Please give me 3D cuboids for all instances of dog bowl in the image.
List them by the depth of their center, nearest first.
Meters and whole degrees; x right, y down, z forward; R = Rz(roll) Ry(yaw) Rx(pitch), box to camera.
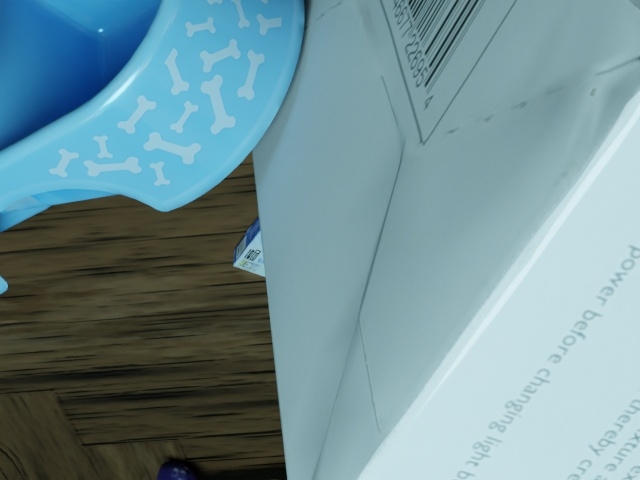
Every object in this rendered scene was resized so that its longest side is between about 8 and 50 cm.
[{"bbox_3d":[-0.148,-0.077,0.642,0.297,0.165,0.074,-23,147,28],"label":"dog bowl"}]

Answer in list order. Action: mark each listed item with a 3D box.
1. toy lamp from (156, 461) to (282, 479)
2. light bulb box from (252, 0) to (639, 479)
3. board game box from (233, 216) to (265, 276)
[{"bbox_3d":[0.003,0.212,1.047,0.275,0.080,0.080,-4,138,10],"label":"toy lamp"},{"bbox_3d":[0.178,-0.011,0.557,0.361,0.358,0.225,20,122,-21],"label":"light bulb box"},{"bbox_3d":[0.000,0.000,0.848,0.090,0.020,0.090,21,134,-20],"label":"board game box"}]
